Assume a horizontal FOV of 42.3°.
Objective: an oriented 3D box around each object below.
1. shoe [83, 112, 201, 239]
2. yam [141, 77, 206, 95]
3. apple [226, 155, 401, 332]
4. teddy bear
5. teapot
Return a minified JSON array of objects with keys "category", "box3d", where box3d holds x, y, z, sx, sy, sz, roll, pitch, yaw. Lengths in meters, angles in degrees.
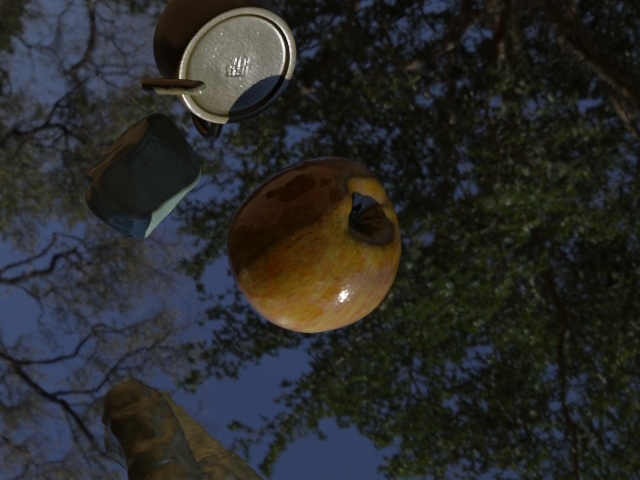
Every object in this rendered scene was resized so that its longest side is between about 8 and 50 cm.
[{"category":"shoe","box3d":[-0.220,-0.068,0.972,0.100,0.103,0.251,-35,-164,21]},{"category":"yam","box3d":[-0.178,-0.186,0.997,0.116,0.021,0.021,13,-122,43]},{"category":"apple","box3d":[0.000,0.000,1.247,0.264,0.264,0.264,-23,-143,19]},{"category":"teddy bear","box3d":[-0.210,0.292,0.747,0.375,0.362,0.327,12,-83,41]},{"category":"teapot","box3d":[-0.152,-0.274,1.183,0.185,0.268,0.175,-6,-140,-30]}]
